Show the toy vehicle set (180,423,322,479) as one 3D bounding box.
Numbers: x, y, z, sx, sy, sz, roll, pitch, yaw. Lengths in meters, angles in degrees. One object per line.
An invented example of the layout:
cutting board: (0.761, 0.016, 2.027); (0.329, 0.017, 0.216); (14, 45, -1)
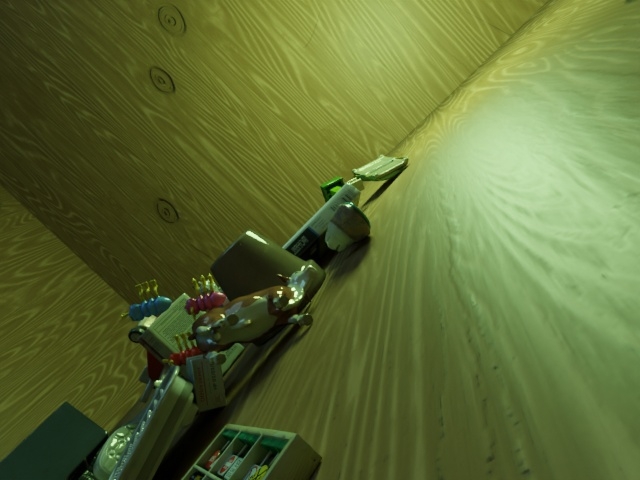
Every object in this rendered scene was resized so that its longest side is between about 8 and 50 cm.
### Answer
toy vehicle set: (-0.112, 0.283, 0.493); (0.166, 0.035, 0.267); (-48, 6, -31)

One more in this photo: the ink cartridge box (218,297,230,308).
ink cartridge box: (-0.211, 0.193, 1.392); (0.078, 0.134, 0.231); (-48, 5, -38)

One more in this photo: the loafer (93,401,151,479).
loafer: (-0.460, 0.504, 1.132); (0.111, 0.112, 0.319); (-49, -3, 7)

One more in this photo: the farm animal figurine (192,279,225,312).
farm animal figurine: (-0.306, 0.202, 1.798); (0.330, 0.172, 0.327); (-48, -35, -33)

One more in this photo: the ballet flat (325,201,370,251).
ballet flat: (0.062, -0.020, 1.188); (0.106, 0.107, 0.316); (-49, -5, -3)

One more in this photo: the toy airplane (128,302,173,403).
toy airplane: (-0.547, 0.438, 1.698); (0.384, 0.272, 0.386); (116, 160, -74)

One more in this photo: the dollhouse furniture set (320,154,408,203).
dollhouse furniture set: (0.181, -0.189, 1.702); (0.301, 0.151, 0.197); (-29, 23, -13)

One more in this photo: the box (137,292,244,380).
box: (-0.356, 0.287, 1.254); (0.127, 0.232, 0.148); (-39, 8, 49)

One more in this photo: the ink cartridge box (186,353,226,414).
ink cartridge box: (-0.240, 0.295, 0.953); (0.061, 0.104, 0.181); (-8, -9, -21)

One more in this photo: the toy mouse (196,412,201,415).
toy mouse: (-0.282, 0.378, 1.083); (0.143, 0.031, 0.161); (-46, 6, -8)

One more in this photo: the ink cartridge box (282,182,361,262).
ink cartridge box: (0.000, 0.000, 1.462); (0.303, 0.072, 0.307); (-47, -16, -17)

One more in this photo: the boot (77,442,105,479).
boot: (-0.677, 0.704, 1.391); (0.246, 0.083, 0.161); (-48, 0, -43)

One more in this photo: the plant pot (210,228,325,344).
plant pot: (-0.156, 0.101, 1.187); (0.263, 0.229, 0.263); (-46, 5, 5)

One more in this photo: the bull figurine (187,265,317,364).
bull figurine: (-0.122, 0.151, 0.947); (0.310, 0.101, 0.188); (-26, 6, -16)

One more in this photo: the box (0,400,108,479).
box: (-0.836, 0.730, 1.385); (0.343, 0.179, 0.312); (-50, -12, -43)

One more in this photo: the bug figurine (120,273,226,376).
bug figurine: (-0.294, 0.191, 1.023); (0.216, 0.279, 0.072); (-21, 43, -4)

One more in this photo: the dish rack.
dish rack: (-0.321, 0.382, 0.863); (0.285, 0.072, 0.333); (-65, 13, -21)
